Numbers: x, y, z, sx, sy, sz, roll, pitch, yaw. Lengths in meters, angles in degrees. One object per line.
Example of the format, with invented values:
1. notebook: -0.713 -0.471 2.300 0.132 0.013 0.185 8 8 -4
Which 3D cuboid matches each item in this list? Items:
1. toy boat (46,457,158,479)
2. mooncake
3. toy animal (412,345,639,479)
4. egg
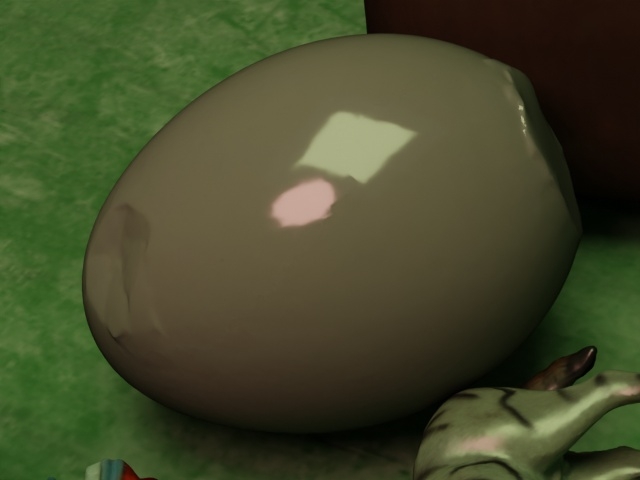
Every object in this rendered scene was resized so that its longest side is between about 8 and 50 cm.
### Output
1. toy boat: -0.098 0.165 0.668 0.058 0.069 0.173 2 43 -6
2. mooncake: 0.170 -0.155 0.867 0.325 0.174 0.334 -29 43 -21
3. toy animal: 0.084 0.142 0.635 0.170 0.090 0.255 8 43 35
4. egg: 0.000 0.000 0.740 0.231 0.176 0.176 -16 42 11
